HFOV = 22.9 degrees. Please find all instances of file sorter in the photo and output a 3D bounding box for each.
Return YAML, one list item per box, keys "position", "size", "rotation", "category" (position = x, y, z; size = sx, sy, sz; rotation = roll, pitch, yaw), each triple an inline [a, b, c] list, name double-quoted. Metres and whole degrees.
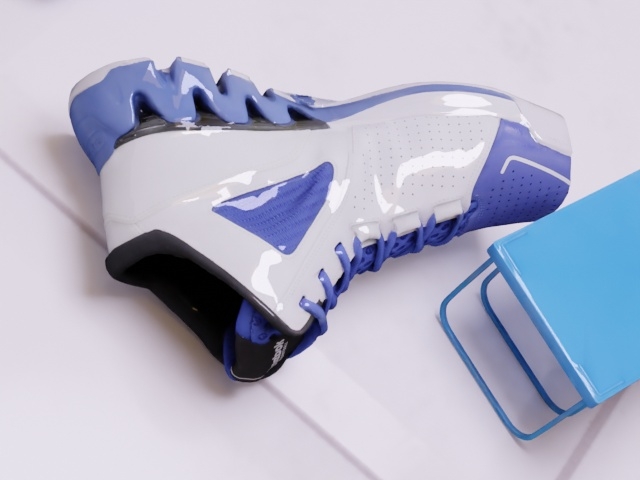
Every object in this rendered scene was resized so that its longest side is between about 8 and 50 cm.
- position: [0.183, 0.043, 1.051]
  size: [0.170, 0.104, 0.118]
  rotation: [-24, 76, -33]
  category: "file sorter"

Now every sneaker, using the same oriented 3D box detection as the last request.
- position: [-0.001, 0.000, 0.988]
  size: [0.315, 0.127, 0.182]
  rotation: [3, 67, -16]
  category: "sneaker"
